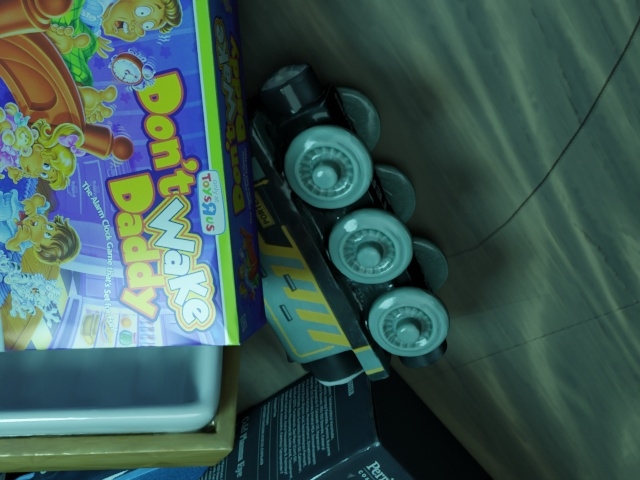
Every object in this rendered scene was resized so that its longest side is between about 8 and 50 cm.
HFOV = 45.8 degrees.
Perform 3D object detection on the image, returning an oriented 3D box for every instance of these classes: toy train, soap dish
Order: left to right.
[{"bbox_3d":[-0.221,0.116,0.742,0.291,0.229,0.118,-1,137,-1],"label":"soap dish"},{"bbox_3d":[0.000,0.000,0.732,0.190,0.142,0.334,-19,117,19],"label":"toy train"}]

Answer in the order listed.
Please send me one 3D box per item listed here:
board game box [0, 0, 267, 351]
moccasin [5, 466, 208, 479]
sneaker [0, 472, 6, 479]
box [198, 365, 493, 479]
[{"bbox_3d":[-0.179,-0.090,0.613,0.233,0.078,0.347,-4,96,12],"label":"board game box"},{"bbox_3d":[-0.281,0.265,0.859,0.342,0.116,0.138,-26,147,17],"label":"moccasin"},{"bbox_3d":[-0.498,0.174,0.829,0.330,0.130,0.147,16,98,-7],"label":"sneaker"},{"bbox_3d":[0.030,0.346,0.892,0.312,0.179,0.343,-35,114,15],"label":"box"}]
